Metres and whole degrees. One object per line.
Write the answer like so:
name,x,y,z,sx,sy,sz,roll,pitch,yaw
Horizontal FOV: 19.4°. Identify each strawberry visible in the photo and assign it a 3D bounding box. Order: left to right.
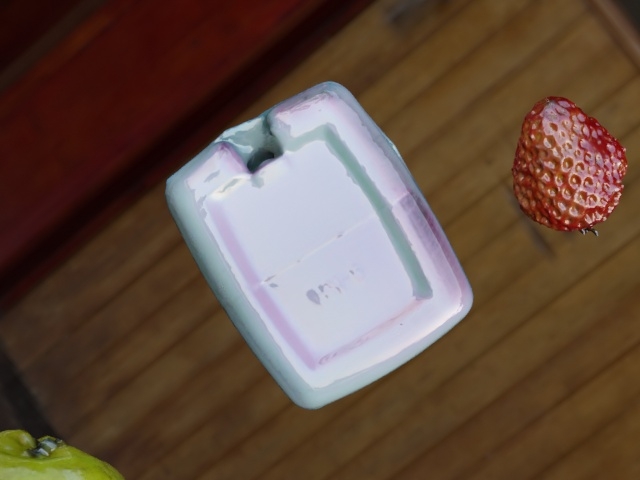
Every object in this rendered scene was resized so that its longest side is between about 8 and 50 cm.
strawberry,0.144,-0.047,1.087,0.083,0.073,0.073,78,-9,-47

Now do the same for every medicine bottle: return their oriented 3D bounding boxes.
medicine bottle,0.000,0.000,0.833,0.119,0.094,0.188,58,1,-1

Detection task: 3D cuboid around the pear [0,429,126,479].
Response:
pear,-0.202,0.262,1.238,0.212,0.212,0.269,22,75,-60
